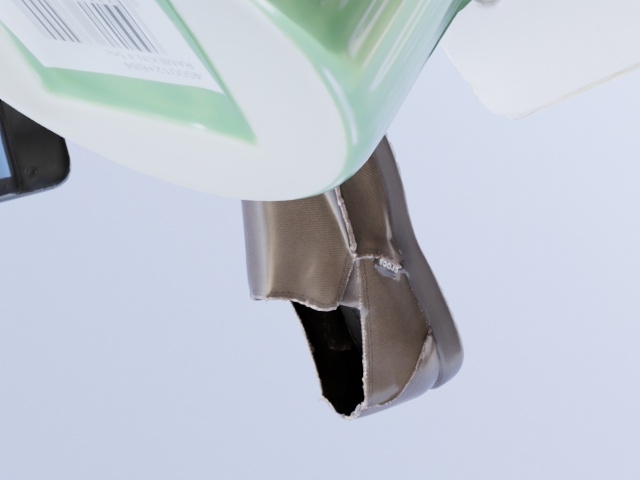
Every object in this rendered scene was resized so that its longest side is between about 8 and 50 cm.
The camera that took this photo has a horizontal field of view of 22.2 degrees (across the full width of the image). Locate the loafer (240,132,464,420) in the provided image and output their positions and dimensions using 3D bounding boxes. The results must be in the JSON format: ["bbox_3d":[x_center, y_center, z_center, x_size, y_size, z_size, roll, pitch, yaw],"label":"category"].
[{"bbox_3d":[0.000,0.000,1.322,0.130,0.134,0.366,-42,-65,-29],"label":"loafer"}]

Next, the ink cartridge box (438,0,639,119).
[{"bbox_3d":[0.103,-0.316,0.990,0.285,0.166,0.395,45,-148,-42],"label":"ink cartridge box"}]

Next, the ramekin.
[{"bbox_3d":[-0.074,-0.149,0.767,0.303,0.303,0.148,28,-111,-2],"label":"ramekin"}]

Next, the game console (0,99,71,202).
[{"bbox_3d":[-0.420,-0.152,1.637,0.293,0.173,0.250,-15,-95,-8],"label":"game console"}]
